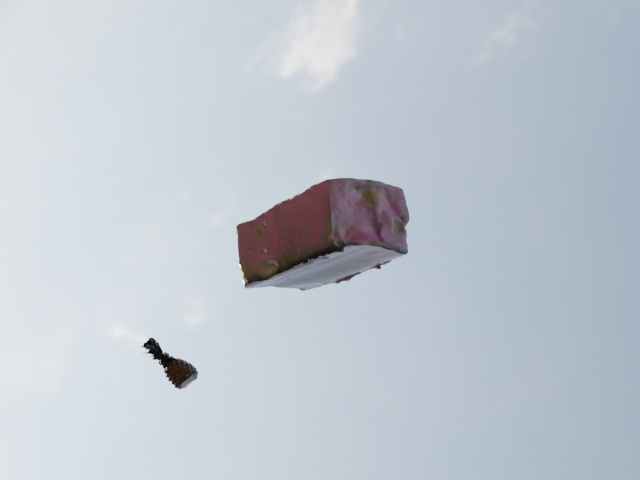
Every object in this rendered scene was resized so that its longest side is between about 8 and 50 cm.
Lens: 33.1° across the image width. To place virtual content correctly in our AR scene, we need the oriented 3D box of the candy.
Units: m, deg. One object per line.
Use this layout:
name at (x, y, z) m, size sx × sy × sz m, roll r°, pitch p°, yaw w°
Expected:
candy at (0.000, 0.000, 1.650) m, size 0.265 × 0.156 × 0.115 m, roll -25°, pitch -112°, yaw 49°

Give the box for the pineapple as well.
pineapple at (-0.290, 0.228, 2.063) m, size 0.058 × 0.058 × 0.124 m, roll -46°, pitch -108°, yaw 3°
